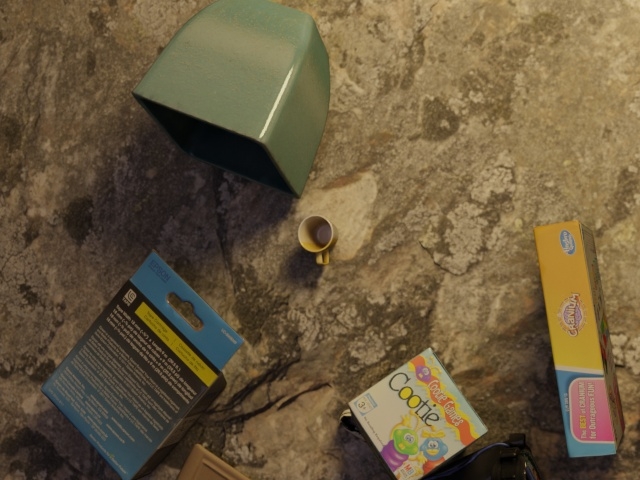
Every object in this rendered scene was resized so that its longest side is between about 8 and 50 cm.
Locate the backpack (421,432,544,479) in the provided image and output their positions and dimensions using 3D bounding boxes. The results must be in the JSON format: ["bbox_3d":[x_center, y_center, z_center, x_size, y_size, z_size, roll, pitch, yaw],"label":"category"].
[{"bbox_3d":[0.258,0.457,1.444,0.277,0.213,0.263,-32,69,19],"label":"backpack"}]

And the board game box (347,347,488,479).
[{"bbox_3d":[0.138,0.274,1.442,0.142,0.275,0.144,-33,76,-6],"label":"board game box"}]

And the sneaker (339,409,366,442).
[{"bbox_3d":[0.076,0.319,1.599,0.109,0.044,0.040,26,93,17],"label":"sneaker"}]

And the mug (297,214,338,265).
[{"bbox_3d":[-0.002,-0.003,1.632,0.062,0.064,0.078,28,96,18],"label":"mug"}]

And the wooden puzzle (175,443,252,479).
[{"bbox_3d":[-0.173,0.505,1.677,0.239,0.044,0.221,30,97,22],"label":"wooden puzzle"}]

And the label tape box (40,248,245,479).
[{"bbox_3d":[-0.296,0.218,1.697,0.240,0.106,0.333,43,99,15],"label":"label tape box"}]

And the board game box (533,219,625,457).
[{"bbox_3d":[0.380,0.137,1.403,0.064,0.242,0.316,-10,83,19],"label":"board game box"}]

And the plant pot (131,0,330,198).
[{"bbox_3d":[-0.112,-0.258,1.599,0.247,0.248,0.252,23,78,19],"label":"plant pot"}]
